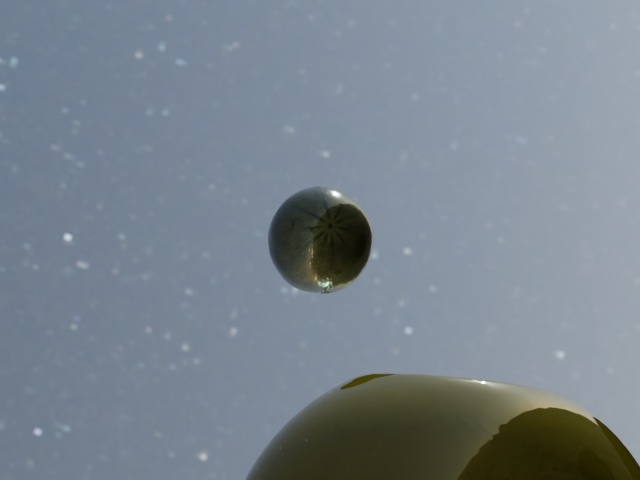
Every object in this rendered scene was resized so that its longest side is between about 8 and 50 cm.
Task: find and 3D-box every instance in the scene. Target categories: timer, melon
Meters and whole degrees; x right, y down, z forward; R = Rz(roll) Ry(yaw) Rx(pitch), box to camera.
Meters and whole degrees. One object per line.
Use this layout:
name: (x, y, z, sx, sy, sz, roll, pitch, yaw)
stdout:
timer: (0.085, 0.296, 1.192, 0.376, 0.376, 0.387, 35, -122, -66)
melon: (0.000, 0.000, 1.486, 0.130, 0.098, 0.098, 118, 173, -83)
